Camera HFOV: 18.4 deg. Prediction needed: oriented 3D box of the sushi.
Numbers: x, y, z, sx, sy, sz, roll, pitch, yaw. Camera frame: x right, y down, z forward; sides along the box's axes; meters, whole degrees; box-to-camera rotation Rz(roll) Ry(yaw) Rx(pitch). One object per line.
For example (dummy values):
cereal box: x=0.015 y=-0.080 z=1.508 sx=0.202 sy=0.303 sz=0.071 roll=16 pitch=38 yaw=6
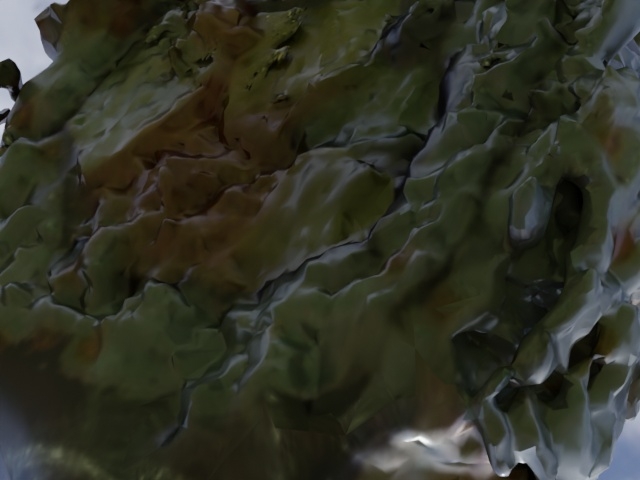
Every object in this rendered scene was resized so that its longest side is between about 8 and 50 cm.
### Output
sushi: x=0.003 y=-0.003 z=0.910 sx=0.417 sy=0.176 sz=0.417 roll=-22 pitch=-135 yaw=24
